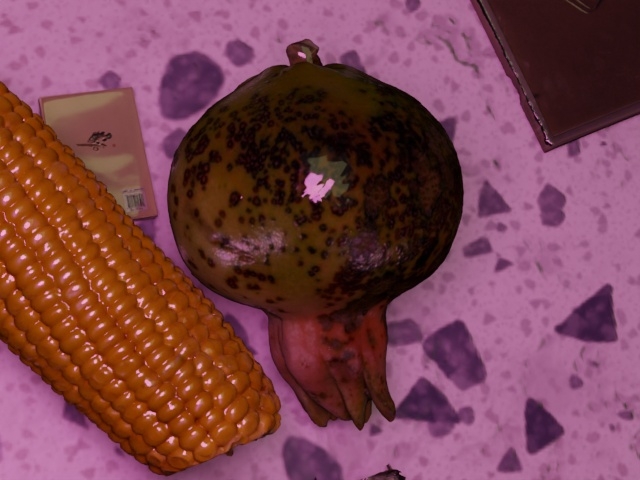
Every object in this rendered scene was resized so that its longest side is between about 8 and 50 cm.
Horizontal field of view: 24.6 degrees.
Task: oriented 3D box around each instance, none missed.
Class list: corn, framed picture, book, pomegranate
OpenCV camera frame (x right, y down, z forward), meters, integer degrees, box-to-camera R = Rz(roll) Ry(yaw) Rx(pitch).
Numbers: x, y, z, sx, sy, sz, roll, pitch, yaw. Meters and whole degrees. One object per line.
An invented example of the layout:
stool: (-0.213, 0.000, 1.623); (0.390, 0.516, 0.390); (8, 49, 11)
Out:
corn: (-0.191, 0.024, 1.071); (0.144, 0.144, 0.387); (-43, 91, -22)
framed picture: (0.230, -0.244, 1.334); (0.213, 0.016, 0.289); (-22, 83, -20)
book: (-0.178, -0.066, 1.167); (0.077, 0.014, 0.111); (-8, 78, -20)
pomegranate: (-0.001, -0.004, 1.129); (0.222, 0.276, 0.204); (-6, 37, -1)

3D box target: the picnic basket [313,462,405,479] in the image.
picnic basket: (0.039, 0.206, 1.136); (0.065, 0.083, 0.083); (-14, 36, -18)
